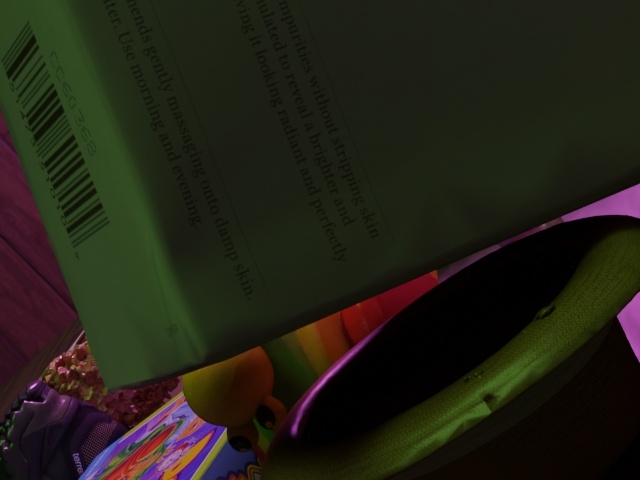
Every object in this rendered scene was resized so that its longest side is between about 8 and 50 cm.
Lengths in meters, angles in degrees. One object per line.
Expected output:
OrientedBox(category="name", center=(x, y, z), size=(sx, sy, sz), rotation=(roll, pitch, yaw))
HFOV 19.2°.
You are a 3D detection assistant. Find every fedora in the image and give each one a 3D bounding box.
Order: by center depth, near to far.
OrientedBox(category="fedora", center=(0.068, 0.068, 0.757), size=(0.194, 0.079, 0.194), rotation=(-35, 10, 7))

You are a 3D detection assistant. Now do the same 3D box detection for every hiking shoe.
OrientedBox(category="hiking shoe", center=(-0.159, 0.199, 1.162), size=(0.086, 0.114, 0.226), rotation=(134, 150, -58))

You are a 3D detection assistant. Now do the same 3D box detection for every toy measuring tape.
OrientedBox(category="toy measuring tape", center=(0.051, 0.055, 0.952), size=(0.121, 0.121, 0.330), rotation=(-38, -15, 34))

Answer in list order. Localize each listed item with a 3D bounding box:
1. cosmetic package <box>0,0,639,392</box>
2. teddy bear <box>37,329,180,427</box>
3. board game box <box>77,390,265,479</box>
OrientedBox(category="cosmetic package", center=(0.062, -0.106, 0.798), size=(0.385, 0.217, 0.156), rotation=(-20, -2, -21))
OrientedBox(category="teddy bear", center=(-0.166, 0.144, 1.364), size=(0.245, 0.113, 0.338), rotation=(-53, 1, 35))
OrientedBox(category="board game box", center=(-0.096, 0.182, 0.972), size=(0.233, 0.078, 0.347), rotation=(-38, 9, 34))
